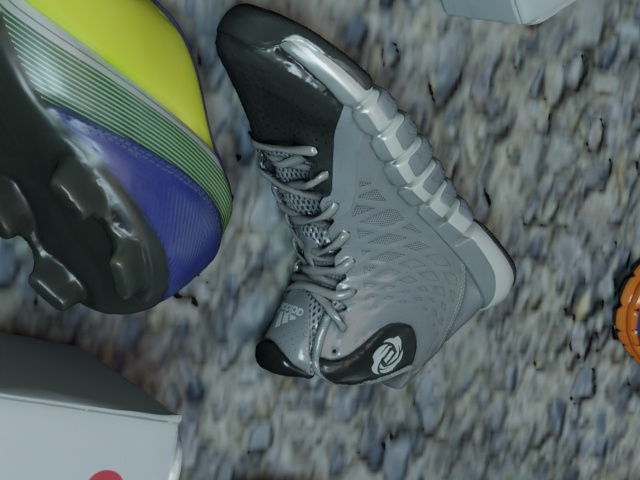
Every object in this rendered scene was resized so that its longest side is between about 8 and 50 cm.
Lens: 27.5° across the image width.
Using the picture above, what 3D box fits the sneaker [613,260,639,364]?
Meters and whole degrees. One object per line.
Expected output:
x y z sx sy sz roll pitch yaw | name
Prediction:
0.276 0.095 0.843 0.221 0.087 0.083 36 83 -33 | sneaker

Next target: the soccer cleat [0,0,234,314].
-0.121 -0.105 0.563 0.121 0.093 0.289 -48 122 -49 | soccer cleat

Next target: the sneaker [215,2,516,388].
0.000 0.000 0.652 0.132 0.086 0.229 -50 123 -9 | sneaker

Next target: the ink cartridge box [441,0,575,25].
0.101 -0.215 0.663 0.127 0.072 0.175 -33 117 -21 | ink cartridge box

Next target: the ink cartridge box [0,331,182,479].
-0.238 0.135 0.511 0.307 0.129 0.223 14 94 -33 | ink cartridge box
